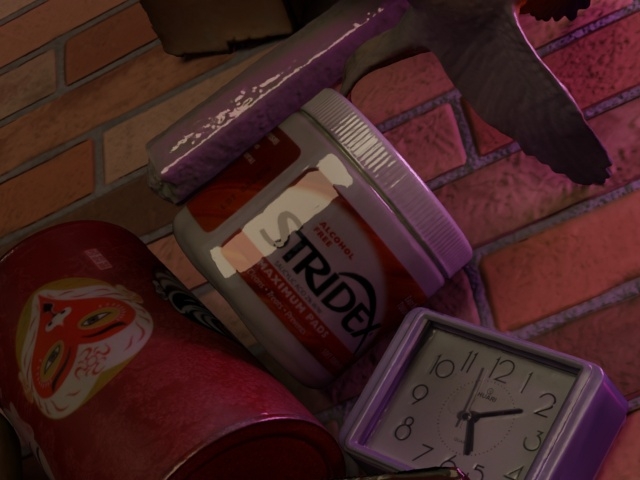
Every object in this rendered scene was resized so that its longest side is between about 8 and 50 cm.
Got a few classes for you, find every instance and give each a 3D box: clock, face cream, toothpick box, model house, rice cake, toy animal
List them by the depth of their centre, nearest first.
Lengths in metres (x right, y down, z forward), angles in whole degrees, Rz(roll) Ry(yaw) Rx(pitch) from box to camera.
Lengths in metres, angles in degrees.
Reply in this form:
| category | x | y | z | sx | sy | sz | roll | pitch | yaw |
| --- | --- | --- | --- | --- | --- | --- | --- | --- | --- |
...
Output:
| category | x | y | z | sx | sy | sz | roll | pitch | yaw |
| --- | --- | --- | --- | --- | --- | --- | --- | --- | --- |
| clock | 0.128 | 0.145 | 1.045 | 0.193 | 0.073 | 0.144 | 16 | 68 | 40 |
| toothpick box | -0.152 | 0.145 | 1.136 | 0.204 | 0.204 | 0.333 | -45 | 45 | -4 |
| face cream | 0.000 | 0.000 | 1.145 | 0.187 | 0.201 | 0.201 | -41 | 46 | -1 |
| toy animal | 0.102 | -0.195 | 1.171 | 0.284 | 0.302 | 0.225 | -5 | 59 | 24 |
| rice cake | -0.045 | -0.166 | 1.401 | 0.365 | 0.056 | 0.072 | -35 | 44 | 5 |
| model house | -0.104 | -0.327 | 1.492 | 0.183 | 0.166 | 0.172 | 1 | 54 | 19 |

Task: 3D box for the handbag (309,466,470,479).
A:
| category | x | y | z | sx | sy | sz | roll | pitch | yaw |
| --- | --- | --- | --- | --- | --- | --- | --- | --- | --- |
| handbag | 0.025 | 0.244 | 0.909 | 0.276 | 0.260 | 0.084 | -9 | 51 | 25 |

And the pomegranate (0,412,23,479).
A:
| category | x | y | z | sx | sy | sz | roll | pitch | yaw |
| --- | --- | --- | --- | --- | --- | --- | --- | --- | --- |
| pomegranate | -0.428 | 0.231 | 1.159 | 0.333 | 0.332 | 0.332 | -17 | 50 | 22 |
